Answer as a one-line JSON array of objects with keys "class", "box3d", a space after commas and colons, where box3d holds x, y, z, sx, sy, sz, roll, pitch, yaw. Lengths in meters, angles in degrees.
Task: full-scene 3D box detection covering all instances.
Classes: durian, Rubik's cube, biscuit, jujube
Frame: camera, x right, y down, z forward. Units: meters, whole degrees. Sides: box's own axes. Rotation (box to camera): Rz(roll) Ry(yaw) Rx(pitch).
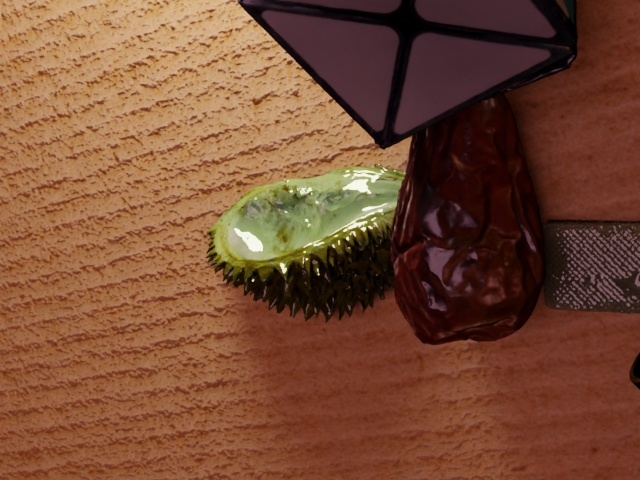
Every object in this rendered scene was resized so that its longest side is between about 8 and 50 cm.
[{"class": "durian", "box3d": [0.006, 0.006, 1.668, 0.394, 0.163, 0.198, -16, 51, 28]}, {"class": "Rubik's cube", "box3d": [0.118, -0.346, 1.352, 0.307, 0.305, 0.310, -25, 127, 31]}, {"class": "biscuit", "box3d": [0.382, 0.034, 1.458, 0.199, 0.040, 0.121, 0, 99, 32]}, {"class": "jujube", "box3d": [0.189, -0.037, 1.475, 0.216, 0.216, 0.342, -6, 87, 32]}]

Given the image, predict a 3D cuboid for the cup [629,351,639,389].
[{"class": "cup", "box3d": [0.508, 0.146, 1.305, 0.239, 0.166, 0.177, -43, 90, 11]}]
